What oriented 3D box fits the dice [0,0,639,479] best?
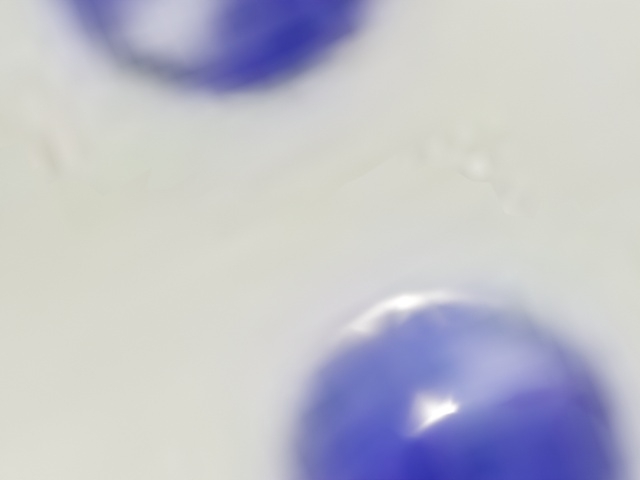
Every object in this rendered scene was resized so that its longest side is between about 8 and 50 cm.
[{"bbox_3d":[0.000,0.000,0.442,0.304,0.277,0.304,-25,87,-3],"label":"dice"}]
